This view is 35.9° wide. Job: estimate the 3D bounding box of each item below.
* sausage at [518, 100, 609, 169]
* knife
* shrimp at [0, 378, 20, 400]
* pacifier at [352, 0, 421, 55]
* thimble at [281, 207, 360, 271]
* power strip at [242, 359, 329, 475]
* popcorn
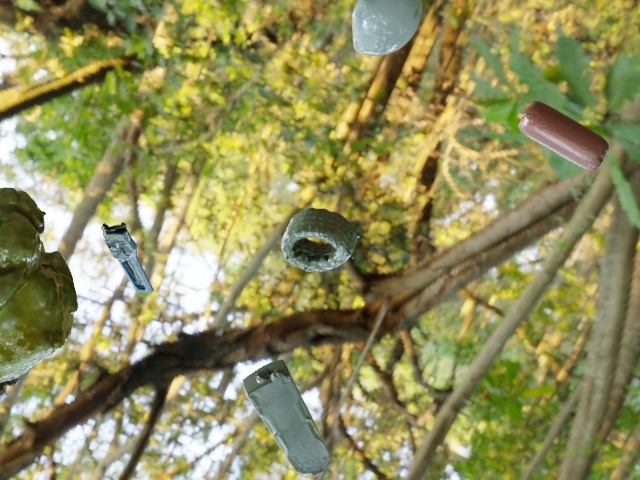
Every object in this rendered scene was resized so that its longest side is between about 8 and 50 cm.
[{"bbox_3d":[0.407,-0.175,1.652,0.154,0.062,0.062,32,-163,6],"label":"sausage"},{"bbox_3d":[-0.282,0.032,1.474,0.044,0.026,0.296,3,158,2],"label":"knife"},{"bbox_3d":[-0.661,0.264,1.977,0.052,0.132,0.187,9,166,14],"label":"shrimp"},{"bbox_3d":[0.019,-0.143,0.472,0.127,0.150,0.116,-8,-102,-61],"label":"pacifier"},{"bbox_3d":[0.000,0.000,1.459,0.110,0.084,0.062,8,-139,14],"label":"thimble"},{"bbox_3d":[-0.051,0.312,1.705,0.048,0.080,0.286,-115,0,-51],"label":"power strip"},{"bbox_3d":[-0.443,0.060,1.306,0.276,0.225,0.276,25,152,14],"label":"popcorn"}]
